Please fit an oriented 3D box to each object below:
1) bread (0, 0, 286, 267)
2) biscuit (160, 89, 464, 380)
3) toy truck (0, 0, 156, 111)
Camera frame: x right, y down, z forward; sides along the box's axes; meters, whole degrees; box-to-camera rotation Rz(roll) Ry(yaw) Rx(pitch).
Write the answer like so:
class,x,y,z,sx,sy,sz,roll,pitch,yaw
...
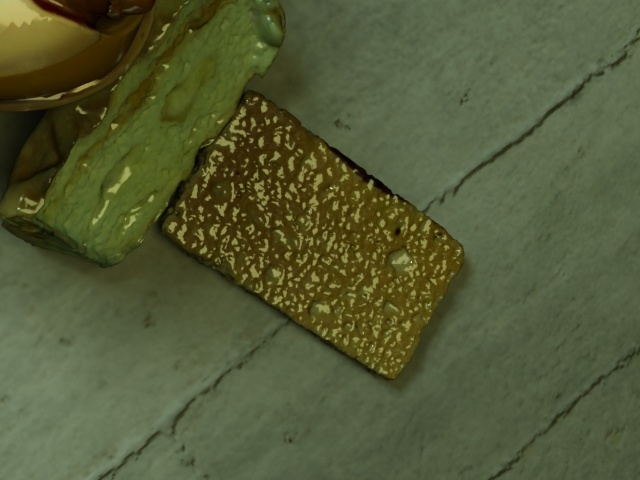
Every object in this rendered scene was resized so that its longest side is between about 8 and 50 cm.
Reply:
class,x,y,z,sx,sy,sz,roll,pitch,yaw
bread,-0.120,-0.088,0.792,0.232,0.088,0.128,-54,148,-9
biscuit,0.000,0.000,0.894,0.231,0.025,0.131,36,79,-25
toy truck,-0.182,-0.192,0.635,0.204,0.211,0.288,1,68,-7
